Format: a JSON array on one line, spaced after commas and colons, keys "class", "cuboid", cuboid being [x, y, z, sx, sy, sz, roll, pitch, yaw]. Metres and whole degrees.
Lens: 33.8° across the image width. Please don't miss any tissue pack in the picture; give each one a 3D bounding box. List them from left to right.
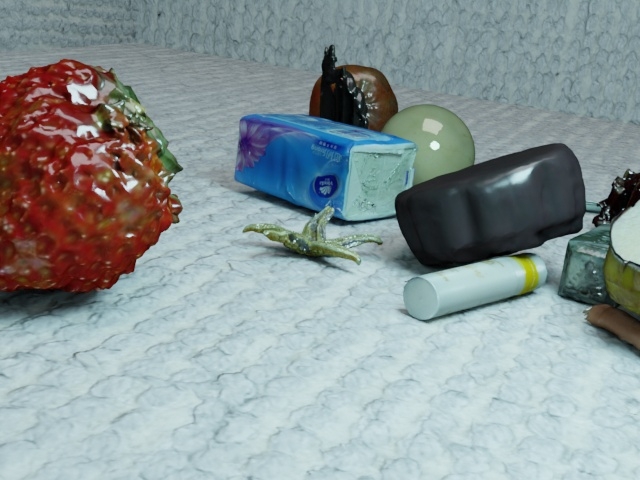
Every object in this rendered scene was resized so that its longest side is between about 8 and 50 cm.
[{"class": "tissue pack", "cuboid": [0.008, -0.133, 1.851, 0.264, 0.146, 0.198, 18, 17, 37]}]

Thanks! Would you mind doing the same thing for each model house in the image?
[{"class": "model house", "cuboid": [0.612, -0.090, 1.967, 0.141, 0.164, 0.203, 20, 17, 23]}]

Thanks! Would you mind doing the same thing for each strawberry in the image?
[{"class": "strawberry", "cuboid": [-0.343, -0.054, 1.232, 0.351, 0.267, 0.312, -18, 23, 1]}]

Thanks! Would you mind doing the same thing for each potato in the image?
[{"class": "potato", "cuboid": [0.502, 0.049, 1.360, 0.247, 0.196, 0.300, 8, 29, 38]}]

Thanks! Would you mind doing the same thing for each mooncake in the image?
[{"class": "mooncake", "cuboid": [0.255, -0.044, 1.560, 0.283, 0.141, 0.283, -17, 4, 1]}]

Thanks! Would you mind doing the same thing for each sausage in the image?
[{"class": "sausage", "cuboid": [0.392, 0.114, 1.338, 0.042, 0.036, 0.158, 10, 12, -24]}]

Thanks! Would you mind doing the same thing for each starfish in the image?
[{"class": "starfish", "cuboid": [0.000, 0.000, 1.533, 0.208, 0.053, 0.176, -6, 21, -33]}]

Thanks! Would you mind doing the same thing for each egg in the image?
[{"class": "egg", "cuboid": [0.197, -0.164, 1.985, 0.186, 0.185, 0.241, 8, 9, 1]}]

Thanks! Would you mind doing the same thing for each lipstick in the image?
[{"class": "lipstick", "cuboid": [0.212, 0.058, 1.414, 0.059, 0.059, 0.264, 20, 20, 40]}]

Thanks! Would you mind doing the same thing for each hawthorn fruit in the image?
[{"class": "hawthorn fruit", "cuboid": [0.066, -0.305, 2.448, 0.211, 0.210, 0.262, 4, 4, -12]}]

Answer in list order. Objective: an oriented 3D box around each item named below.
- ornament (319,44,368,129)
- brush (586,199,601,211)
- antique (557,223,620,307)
[{"class": "ornament", "cuboid": [0.048, -0.267, 2.170, 0.106, 0.260, 0.251, -2, 18, -12]}, {"class": "brush", "cuboid": [0.634, -0.076, 2.114, 0.297, 0.060, 0.068, 8, 17, -1]}, {"class": "antique", "cuboid": [0.419, 0.037, 1.541, 0.088, 0.086, 0.183, 15, 17, 29]}]
